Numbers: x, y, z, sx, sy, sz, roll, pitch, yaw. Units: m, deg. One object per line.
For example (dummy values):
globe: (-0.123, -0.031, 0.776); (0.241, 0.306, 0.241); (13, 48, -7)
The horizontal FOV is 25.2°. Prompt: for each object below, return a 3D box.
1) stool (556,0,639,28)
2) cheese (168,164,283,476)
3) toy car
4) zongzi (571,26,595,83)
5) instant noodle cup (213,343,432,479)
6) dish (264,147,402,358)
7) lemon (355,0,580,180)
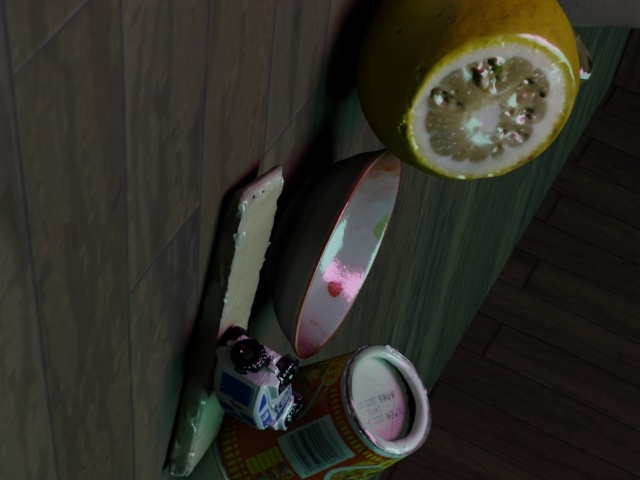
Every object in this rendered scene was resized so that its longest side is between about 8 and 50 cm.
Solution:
stool: (0.372, -0.399, 1.735); (0.269, 0.244, 0.170); (-83, 173, -46)
cheese: (-0.104, 0.096, 1.512); (0.085, 0.034, 0.400); (-48, 159, -51)
toy car: (-0.069, 0.152, 1.509); (0.070, 0.080, 0.170); (-55, 162, -21)
zongzi: (0.266, -0.335, 2.015); (0.125, 0.274, 0.251); (-22, -172, -10)
instant noodle cup: (0.010, 0.210, 1.650); (0.212, 0.193, 0.193); (-30, -166, 42)
dish: (0.000, 0.000, 1.627); (0.260, 0.085, 0.260); (-58, 163, -28)
lemon: (0.153, -0.199, 1.559); (0.219, 0.240, 0.240); (-108, -153, -48)
